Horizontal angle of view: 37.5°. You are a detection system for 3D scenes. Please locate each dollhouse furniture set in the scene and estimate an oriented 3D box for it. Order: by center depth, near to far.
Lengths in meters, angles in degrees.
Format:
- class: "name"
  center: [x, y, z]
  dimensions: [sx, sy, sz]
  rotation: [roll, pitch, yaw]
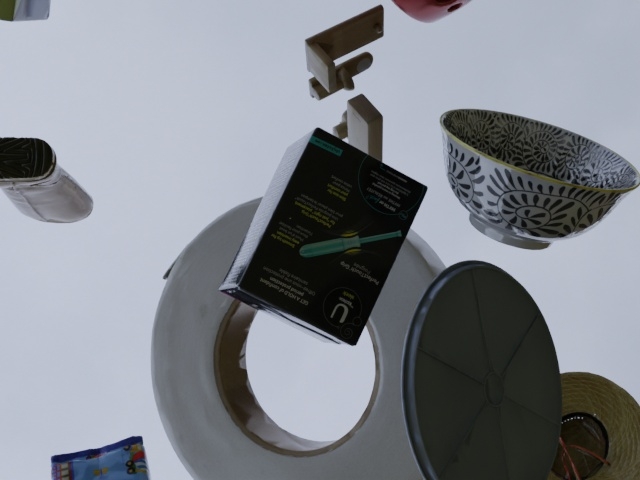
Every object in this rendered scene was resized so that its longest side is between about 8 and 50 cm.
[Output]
- class: "dollhouse furniture set"
  center: [0.074, -0.205, 1.293]
  dimensions: [0.123, 0.151, 0.144]
  rotation: [-29, -31, -15]

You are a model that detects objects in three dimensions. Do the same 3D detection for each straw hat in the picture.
- class: "straw hat"
  center: [0.252, 0.206, 0.933]
  dimensions: [0.061, 0.144, 0.144]
  rotation: [53, -131, -65]

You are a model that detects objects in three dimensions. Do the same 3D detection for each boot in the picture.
- class: "boot"
  center: [-0.506, -0.091, 1.509]
  dimensions: [0.236, 0.269, 0.089]
  rotation: [7, -103, -1]

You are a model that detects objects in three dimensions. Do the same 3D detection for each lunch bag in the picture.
- class: "lunch bag"
  center: [-0.290, 0.468, 1.374]
  dimensions: [0.138, 0.221, 0.293]
  rotation: [-12, -44, -10]

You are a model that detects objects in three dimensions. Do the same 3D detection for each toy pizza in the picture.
- class: "toy pizza"
  center: [0.122, 0.116, 0.728]
  dimensions: [0.201, 0.032, 0.201]
  rotation: [11, -105, -43]

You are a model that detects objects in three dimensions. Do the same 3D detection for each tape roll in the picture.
- class: "tape roll"
  center: [-0.019, 0.137, 1.078]
  dimensions: [0.072, 0.392, 0.392]
  rotation: [4, -93, -65]

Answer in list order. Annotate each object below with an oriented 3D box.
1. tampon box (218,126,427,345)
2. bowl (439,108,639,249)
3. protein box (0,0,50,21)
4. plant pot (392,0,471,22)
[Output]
- class: "tampon box"
  center: [0.000, 0.000, 0.865]
  dimensions: [0.120, 0.101, 0.161]
  rotation: [28, -101, -12]
- class: "bowl"
  center: [0.170, -0.044, 0.785]
  dimensions: [0.170, 0.170, 0.080]
  rotation: [-12, -54, -46]
- class: "protein box"
  center: [-0.372, -0.331, 0.919]
  dimensions: [0.201, 0.136, 0.200]
  rotation: [9, -77, -4]
- class: "plant pot"
  center: [0.162, -0.390, 1.154]
  dimensions: [0.191, 0.174, 0.191]
  rotation: [26, -127, -39]
